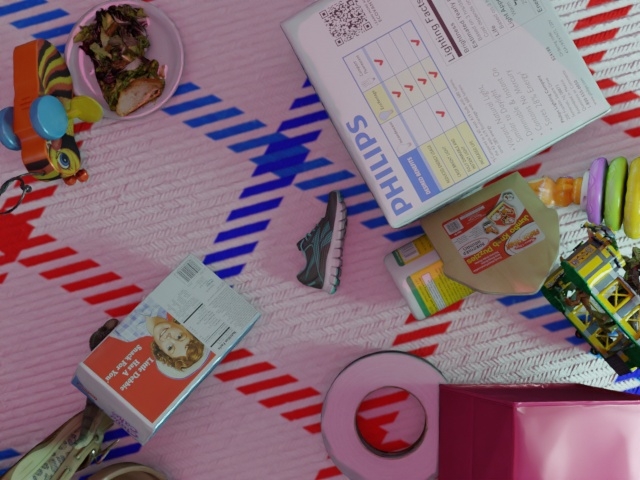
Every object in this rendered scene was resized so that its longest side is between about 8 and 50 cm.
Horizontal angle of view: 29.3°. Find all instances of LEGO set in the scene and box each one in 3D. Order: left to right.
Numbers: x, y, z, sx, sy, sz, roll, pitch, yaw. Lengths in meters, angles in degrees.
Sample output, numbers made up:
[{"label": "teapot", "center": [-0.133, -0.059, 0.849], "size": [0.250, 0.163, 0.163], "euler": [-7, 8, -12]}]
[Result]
[{"label": "LEGO set", "center": [0.475, 0.065, 1.797], "size": [0.192, 0.331, 0.255], "euler": [-40, 73, -6]}]

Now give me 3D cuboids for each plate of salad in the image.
[{"label": "plate of salad", "center": [-0.320, -0.295, 1.982], "size": [0.200, 0.048, 0.199], "euler": [0, 89, 4]}]

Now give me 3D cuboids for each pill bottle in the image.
[{"label": "pill bottle", "center": [0.214, 0.028, 1.905], "size": [0.208, 0.117, 0.117], "euler": [-29, 87, 3]}]

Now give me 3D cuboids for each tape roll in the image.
[{"label": "tape roll", "center": [0.111, 0.283, 1.929], "size": [0.219, 0.072, 0.219], "euler": [0, 90, 3]}]

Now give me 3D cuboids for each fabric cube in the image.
[{"label": "fabric cube", "center": [0.330, 0.348, 1.791], "size": [0.254, 0.259, 0.258], "euler": [1, 89, -18]}]

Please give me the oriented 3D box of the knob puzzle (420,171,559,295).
[{"label": "knob puzzle", "center": [0.268, 0.009, 1.813], "size": [0.213, 0.030, 0.213], "euler": [-6, 58, 9]}]

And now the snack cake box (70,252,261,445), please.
[{"label": "snack cake box", "center": [-0.235, 0.165, 1.883], "size": [0.152, 0.089, 0.264], "euler": [42, 58, 3]}]

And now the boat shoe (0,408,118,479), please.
[{"label": "boat shoe", "center": [-0.397, 0.342, 1.869], "size": [0.089, 0.285, 0.104], "euler": [49, 123, 1]}]

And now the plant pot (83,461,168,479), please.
[{"label": "plant pot", "center": [-0.343, 0.454, 1.909], "size": [0.110, 0.237, 0.237], "euler": [11, 89, 40]}]

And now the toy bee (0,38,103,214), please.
[{"label": "toy bee", "center": [-0.442, -0.159, 1.954], "size": [0.195, 0.162, 0.298], "euler": [11, 76, 35]}]

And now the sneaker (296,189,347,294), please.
[{"label": "sneaker", "center": [0.000, 0.000, 1.949], "size": [0.076, 0.065, 0.166], "euler": [8, 88, 8]}]

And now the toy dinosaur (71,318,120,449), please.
[{"label": "toy dinosaur", "center": [-0.324, 0.246, 1.918], "size": [0.118, 0.268, 0.064], "euler": [30, 124, -24]}]

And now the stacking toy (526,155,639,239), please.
[{"label": "stacking toy", "center": [0.463, -0.070, 1.891], "size": [0.302, 0.175, 0.165], "euler": [6, 93, 18]}]

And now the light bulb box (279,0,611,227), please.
[{"label": "light bulb box", "center": [0.183, -0.252, 1.859], "size": [0.361, 0.225, 0.357], "euler": [-29, 88, 4]}]
